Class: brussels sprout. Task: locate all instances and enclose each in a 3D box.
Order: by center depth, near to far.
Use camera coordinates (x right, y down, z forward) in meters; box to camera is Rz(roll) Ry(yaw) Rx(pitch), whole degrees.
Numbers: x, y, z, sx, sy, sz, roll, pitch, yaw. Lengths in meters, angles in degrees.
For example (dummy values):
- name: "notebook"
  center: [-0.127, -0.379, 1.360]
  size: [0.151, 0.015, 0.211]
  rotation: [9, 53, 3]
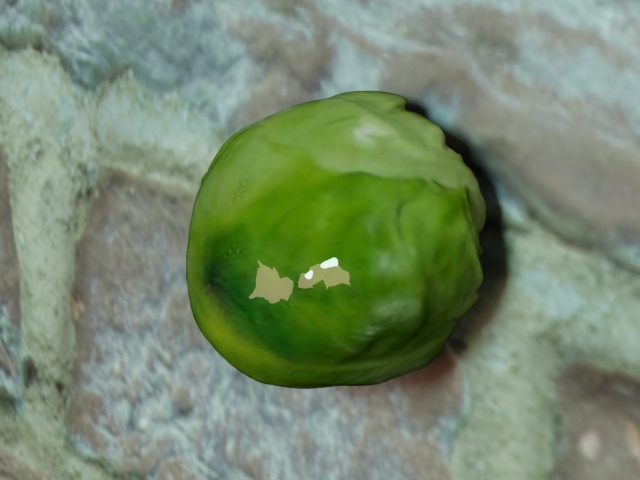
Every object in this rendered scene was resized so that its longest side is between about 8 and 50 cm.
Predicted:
- name: "brussels sprout"
  center: [-0.004, 0.003, 0.714]
  size: [0.149, 0.122, 0.151]
  rotation: [49, 131, 27]
